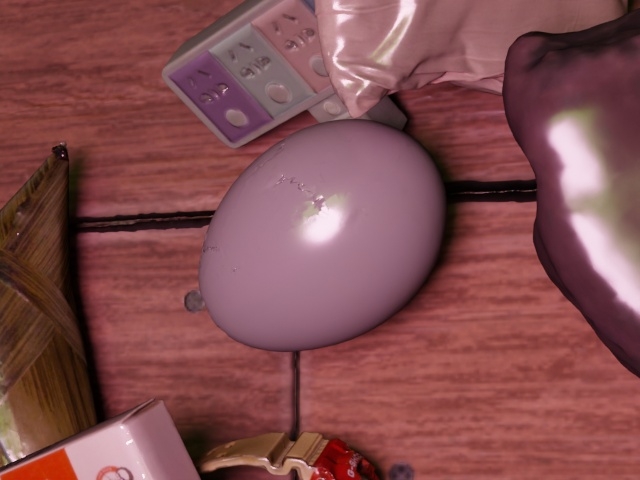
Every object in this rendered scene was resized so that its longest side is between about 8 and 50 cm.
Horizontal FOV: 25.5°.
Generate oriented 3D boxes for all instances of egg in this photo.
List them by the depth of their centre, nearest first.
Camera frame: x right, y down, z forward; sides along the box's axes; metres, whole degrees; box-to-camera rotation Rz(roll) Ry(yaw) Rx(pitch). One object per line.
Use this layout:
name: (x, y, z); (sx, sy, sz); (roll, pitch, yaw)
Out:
egg: (0.000, 0.000, 0.992); (0.198, 0.146, 0.146); (-38, 70, 17)

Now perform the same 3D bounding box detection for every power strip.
power strip: (0.001, -0.125, 1.028); (0.215, 0.061, 0.145); (-24, 115, 43)

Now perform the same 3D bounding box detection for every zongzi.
zongzi: (-0.202, 0.080, 1.071); (0.221, 0.112, 0.242); (41, 94, 23)

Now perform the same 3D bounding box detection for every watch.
watch: (-0.074, 0.231, 1.000); (0.268, 0.102, 0.165); (-13, 95, 15)

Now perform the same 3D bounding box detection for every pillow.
pillow: (0.102, -0.163, 0.923); (0.067, 0.270, 0.173); (11, 102, 55)

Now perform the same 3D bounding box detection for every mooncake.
mooncake: (0.314, -0.049, 0.845); (0.381, 0.212, 0.351); (-23, 77, 5)

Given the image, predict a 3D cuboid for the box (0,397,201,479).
box: (-0.128, 0.308, 0.960); (0.214, 0.069, 0.353); (-25, 93, 23)
